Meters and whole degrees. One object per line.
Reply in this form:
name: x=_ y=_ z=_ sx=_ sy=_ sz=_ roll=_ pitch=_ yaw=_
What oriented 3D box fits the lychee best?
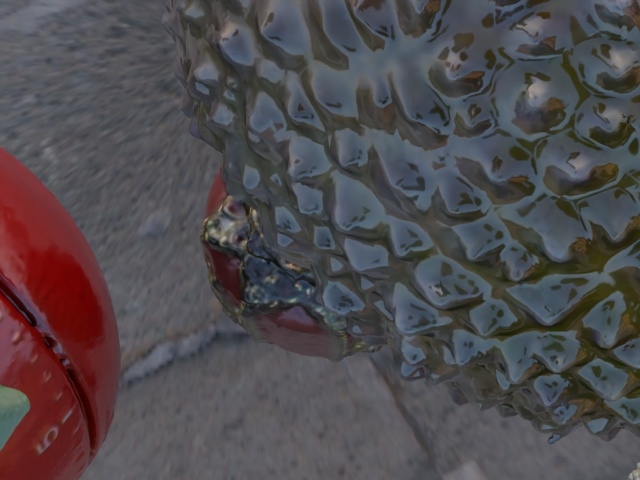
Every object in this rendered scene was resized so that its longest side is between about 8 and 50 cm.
lychee: x=0.118 y=-0.112 z=0.917 sx=0.380 sy=0.380 sz=0.432 roll=-24 pitch=91 yaw=0

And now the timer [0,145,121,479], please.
timer: x=-0.328 y=0.065 z=1.366 sx=0.378 sy=0.378 sz=0.279 roll=37 pitch=58 yaw=-6

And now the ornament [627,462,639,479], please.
ornament: x=0.326 y=0.255 z=1.671 sx=0.120 sy=0.285 sz=0.130 roll=-42 pitch=82 yaw=10

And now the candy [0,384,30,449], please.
candy: x=-0.340 y=0.059 z=1.001 sx=0.172 sy=0.263 sz=0.398 roll=-25 pitch=115 yaw=38

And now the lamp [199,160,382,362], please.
lamp: x=0.000 y=0.000 z=1.345 sx=0.177 sy=0.274 sz=0.177 roll=0 pitch=83 yaw=0
